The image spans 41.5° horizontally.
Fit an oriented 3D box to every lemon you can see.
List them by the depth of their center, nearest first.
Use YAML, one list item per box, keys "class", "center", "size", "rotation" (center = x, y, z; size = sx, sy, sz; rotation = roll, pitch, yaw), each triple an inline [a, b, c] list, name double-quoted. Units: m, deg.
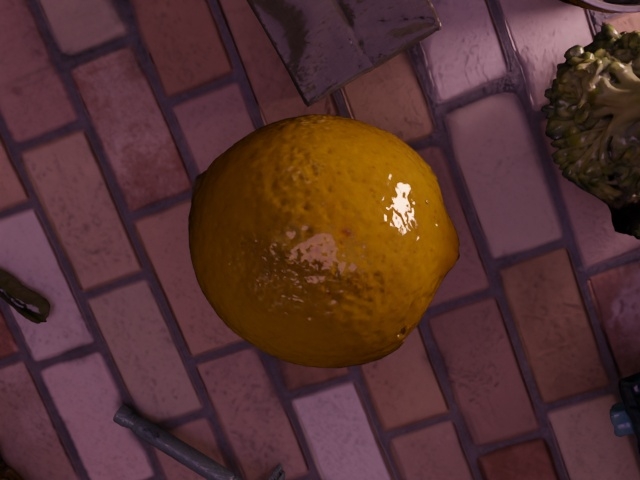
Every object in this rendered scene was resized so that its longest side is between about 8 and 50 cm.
- class: "lemon"
  center: [0.002, 0.000, 0.900]
  size: [0.293, 0.293, 0.293]
  rotation: [1, 103, 5]

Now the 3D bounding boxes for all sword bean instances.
- class: "sword bean"
  center: [-0.460, 0.029, 1.063]
  size: [0.269, 0.038, 0.043]
  rotation: [29, 98, -4]

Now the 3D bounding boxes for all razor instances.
- class: "razor"
  center: [-0.164, 0.281, 1.084]
  size: [0.232, 0.106, 0.068]
  rotation: [29, 103, 10]

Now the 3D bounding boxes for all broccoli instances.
- class: "broccoli"
  center: [0.373, -0.118, 0.850]
  size: [0.263, 0.243, 0.247]
  rotation: [11, 91, -3]

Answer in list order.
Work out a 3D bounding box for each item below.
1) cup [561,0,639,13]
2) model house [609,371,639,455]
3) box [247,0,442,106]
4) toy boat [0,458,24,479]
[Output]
- class: "cup"
  center: [0.310, -0.313, 0.821]
  size: [0.241, 0.226, 0.185]
  rotation: [-2, 102, 4]
- class: "model house"
  center: [0.479, 0.246, 0.968]
  size: [0.241, 0.226, 0.261]
  rotation: [-16, 98, 23]
- class: "box"
  center: [0.021, -0.243, 0.857]
  size: [0.155, 0.231, 0.149]
  rotation: [-29, 99, 11]
- class: "toy boat"
  center: [-0.412, 0.325, 1.126]
  size: [0.049, 0.047, 0.149]
  rotation: [-39, 100, -2]
